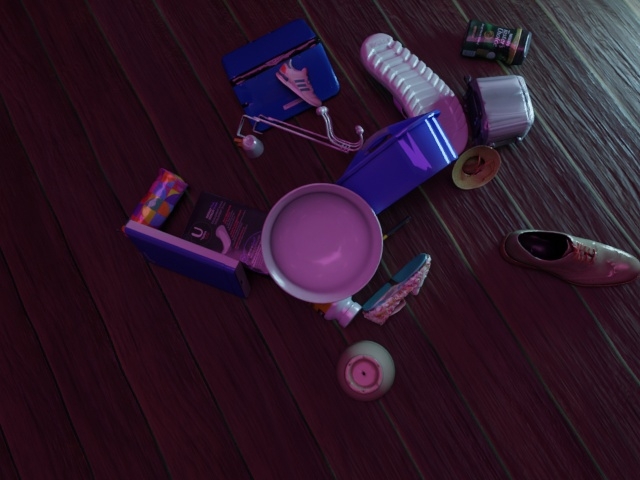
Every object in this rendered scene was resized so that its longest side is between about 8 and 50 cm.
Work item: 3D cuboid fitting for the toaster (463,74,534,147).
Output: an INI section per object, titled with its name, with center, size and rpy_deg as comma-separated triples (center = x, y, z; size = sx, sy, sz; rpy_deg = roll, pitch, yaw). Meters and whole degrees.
[toaster]
center = 0.488, -0.363, 1.341
size = 0.147, 0.129, 0.226
rpy_deg = -8, 71, 2

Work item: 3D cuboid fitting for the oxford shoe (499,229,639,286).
[oxford shoe]
center = 0.651, 0.046, 1.244
size = 0.349, 0.130, 0.122
rpy_deg = 9, 81, 9

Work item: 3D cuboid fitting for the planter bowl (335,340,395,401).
[planter bowl]
center = 0.115, 0.346, 1.267
size = 0.162, 0.109, 0.161
rpy_deg = -1, 80, 7

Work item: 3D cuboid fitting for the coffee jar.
[coffee jar]
center = 0.506, -0.570, 1.399
size = 0.185, 0.079, 0.096
rpy_deg = 15, 82, 9

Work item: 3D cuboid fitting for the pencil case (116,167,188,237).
[pencil case]
center = -0.491, -0.096, 1.426
size = 0.104, 0.104, 0.236
rpy_deg = 33, 85, 11

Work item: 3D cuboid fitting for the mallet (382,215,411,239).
[mallet]
center = 0.178, -0.006, 1.365
size = 0.190, 0.062, 0.039
rpy_deg = -36, 79, -15

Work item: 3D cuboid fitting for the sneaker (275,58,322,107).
[sneaker]
center = -0.049, -0.454, 1.399
size = 0.161, 0.057, 0.075
rpy_deg = 36, 106, -13

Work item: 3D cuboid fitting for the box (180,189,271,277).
[box]
center = -0.222, -0.009, 1.353
size = 0.271, 0.143, 0.165
rpy_deg = 20, 81, 10

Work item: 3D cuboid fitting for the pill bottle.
[pill bottle]
center = 0.018, 0.151, 1.316
size = 0.184, 0.103, 0.103
rpy_deg = 39, 87, 12

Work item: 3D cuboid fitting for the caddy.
[caddy]
center = 0.186, -0.202, 1.263
size = 0.341, 0.241, 0.179
rpy_deg = -35, 89, 28

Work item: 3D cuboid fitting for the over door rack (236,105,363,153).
[over door rack]
center = -0.043, -0.316, 1.319
size = 0.325, 0.239, 0.108
rpy_deg = 9, 105, 2

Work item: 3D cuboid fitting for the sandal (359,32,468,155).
[sandal]
center = 0.270, -0.412, 1.390
size = 0.169, 0.102, 0.416
rpy_deg = -39, 93, -18

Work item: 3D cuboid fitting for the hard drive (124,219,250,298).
[hard drive]
center = -0.355, 0.057, 1.325
size = 0.319, 0.210, 0.040
rpy_deg = 19, 65, 10

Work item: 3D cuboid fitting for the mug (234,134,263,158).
[mug]
center = -0.214, -0.281, 1.442
size = 0.078, 0.064, 0.062
rpy_deg = -16, 79, 4

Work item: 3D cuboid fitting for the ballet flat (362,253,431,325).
[ballet flat]
center = 0.217, 0.136, 1.317
size = 0.241, 0.091, 0.077
rpy_deg = -42, 108, 3

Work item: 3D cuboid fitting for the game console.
[game console]
center = -0.126, -0.513, 1.493
size = 0.293, 0.173, 0.250
rpy_deg = -26, 109, 2

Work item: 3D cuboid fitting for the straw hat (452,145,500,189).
[straw hat]
center = 0.420, -0.214, 1.350
size = 0.145, 0.144, 0.061
rpy_deg = -24, 40, 2

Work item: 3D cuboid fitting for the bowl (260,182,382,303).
[bowl]
center = 0.000, 0.000, 1.230
size = 0.298, 0.134, 0.297
rpy_deg = -1, 99, -5
